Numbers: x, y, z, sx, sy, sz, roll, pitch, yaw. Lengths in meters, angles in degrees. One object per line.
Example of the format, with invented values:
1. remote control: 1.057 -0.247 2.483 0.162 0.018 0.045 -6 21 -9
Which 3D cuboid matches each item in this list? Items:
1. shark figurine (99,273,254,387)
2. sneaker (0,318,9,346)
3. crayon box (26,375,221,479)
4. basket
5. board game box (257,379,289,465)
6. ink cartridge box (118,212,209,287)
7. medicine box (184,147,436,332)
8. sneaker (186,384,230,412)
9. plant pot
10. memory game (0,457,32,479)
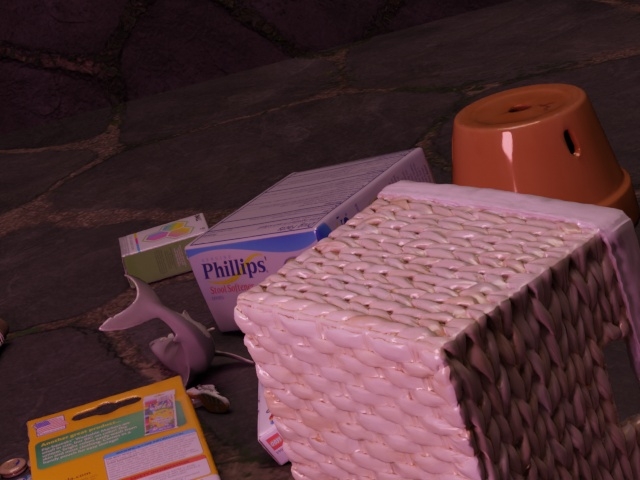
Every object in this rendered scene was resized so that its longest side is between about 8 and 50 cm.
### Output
1. shark figurine: -0.191 0.155 1.851 0.166 0.278 0.116 21 73 12
2. sneaker: -0.529 0.149 2.177 0.086 0.064 0.192 -28 21 -19
3. crayon box: -0.219 0.283 1.583 0.203 0.083 0.323 -16 23 -9
4. basket: 0.142 0.147 1.373 0.266 0.328 0.331 -33 27 -33
5. board game box: 0.057 0.131 1.695 0.305 0.053 0.193 -35 18 11
6. ink cartridge box: -0.232 0.008 2.349 0.209 0.062 0.109 -16 20 -6
7. medicine box: 0.000 0.000 2.039 0.263 0.149 0.289 -8 21 42
8. sneaker: -0.144 0.203 1.827 0.083 0.032 0.037 6 29 43
9. plant pot: 0.317 -0.109 2.084 0.291 0.203 0.291 -13 20 5
10. memory game: -0.372 0.313 1.724 0.186 0.012 0.186 -12 21 5
